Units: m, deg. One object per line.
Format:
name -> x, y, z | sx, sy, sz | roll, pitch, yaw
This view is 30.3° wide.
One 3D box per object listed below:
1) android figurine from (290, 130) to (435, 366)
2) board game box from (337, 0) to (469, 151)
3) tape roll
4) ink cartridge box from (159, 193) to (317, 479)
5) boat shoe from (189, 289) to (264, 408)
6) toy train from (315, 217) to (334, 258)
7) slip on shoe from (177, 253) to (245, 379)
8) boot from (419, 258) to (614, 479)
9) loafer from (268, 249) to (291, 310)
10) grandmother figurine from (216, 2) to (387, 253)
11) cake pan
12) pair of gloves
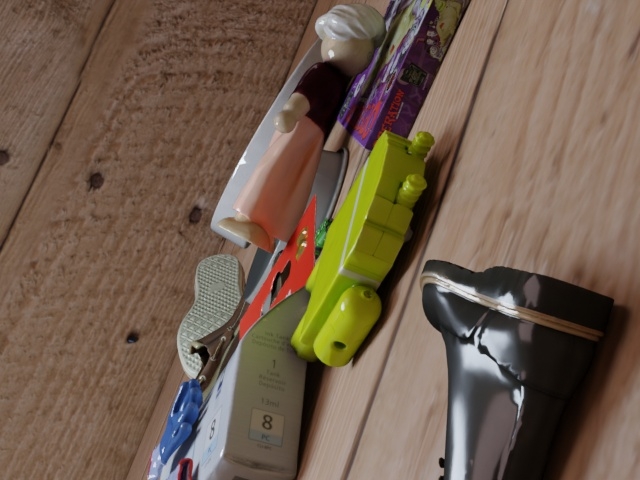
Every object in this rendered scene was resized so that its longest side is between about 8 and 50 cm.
android figurine -> 0.044, 0.002, 1.192 | 0.248, 0.056, 0.273 | -75, 11, -46
board game box -> 0.096, -0.223, 1.513 | 0.347, 0.056, 0.208 | -114, 44, -78
tape roll -> -0.053, -0.166, 1.952 | 0.392, 0.072, 0.392 | -59, -1, -2
ink cartridge box -> -0.102, 0.166, 1.393 | 0.308, 0.091, 0.385 | 122, 159, -47
boat shoe -> -0.157, 0.173, 1.841 | 0.095, 0.095, 0.257 | 125, 165, -54
toy train -> 0.000, 0.000, 1.606 | 0.083, 0.017, 0.024 | 122, 158, -47
slip on shoe -> -0.179, 0.148, 2.077 | 0.331, 0.123, 0.101 | -92, -6, -59
boot -> 0.085, 0.086, 0.679 | 0.198, 0.076, 0.137 | 168, 120, -81
loafer -> -0.039, 0.082, 1.527 | 0.056, 0.050, 0.148 | 130, 147, -63
grandmother figurine -> -0.016, -0.151, 1.526 | 0.342, 0.104, 0.208 | -63, 4, -1
cake pan -> -0.043, -0.015, 1.787 | 0.293, 0.054, 0.293 | -157, 90, -81
pair of gloves -> -0.165, 0.252, 1.314 | 0.198, 0.023, 0.159 | -87, 21, -46
